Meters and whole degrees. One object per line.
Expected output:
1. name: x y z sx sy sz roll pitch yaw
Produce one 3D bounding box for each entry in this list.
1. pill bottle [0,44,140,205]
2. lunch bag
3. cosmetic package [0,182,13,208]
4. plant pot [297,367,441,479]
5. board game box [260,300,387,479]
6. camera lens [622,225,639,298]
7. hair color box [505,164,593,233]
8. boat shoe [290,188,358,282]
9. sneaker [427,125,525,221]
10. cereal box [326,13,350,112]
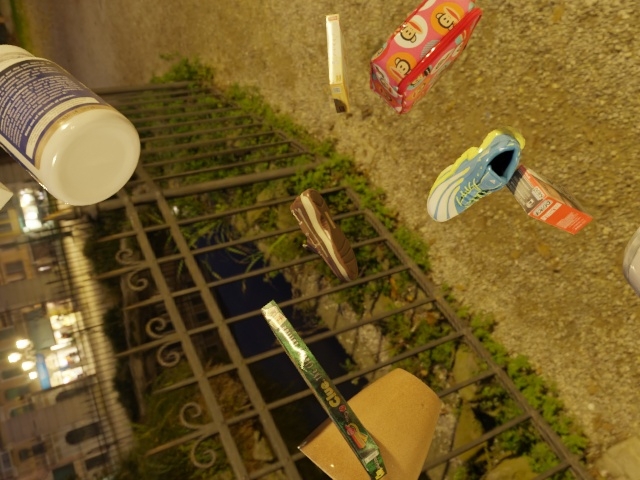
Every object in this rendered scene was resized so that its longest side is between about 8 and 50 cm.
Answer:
1. pill bottle: -0.411 -0.181 0.852 0.264 0.153 0.153 37 138 23
2. lunch bag: 0.225 -0.406 1.185 0.120 0.258 0.293 44 -175 3
3. cosmetic package: -0.679 -0.058 0.901 0.138 0.225 0.224 34 175 22
4. plant pot: 0.125 0.395 1.138 0.237 0.254 0.237 37 161 15
5. board game box: 0.003 0.212 0.803 0.260 0.030 0.136 50 165 35
6. camera lens: 0.602 0.074 0.817 0.274 0.219 0.219 -102 17 -48
7. hair color box: 0.438 -0.077 1.083 0.053 0.167 0.093 -51 43 30
8. boat shoe: 0.004 -0.001 1.438 0.095 0.095 0.257 -32 76 27
9. sneaker: 0.293 -0.118 1.090 0.091 0.126 0.240 37 115 -4
10. cereal box: 0.054 -0.537 1.724 0.173 0.047 0.240 55 -149 -73
